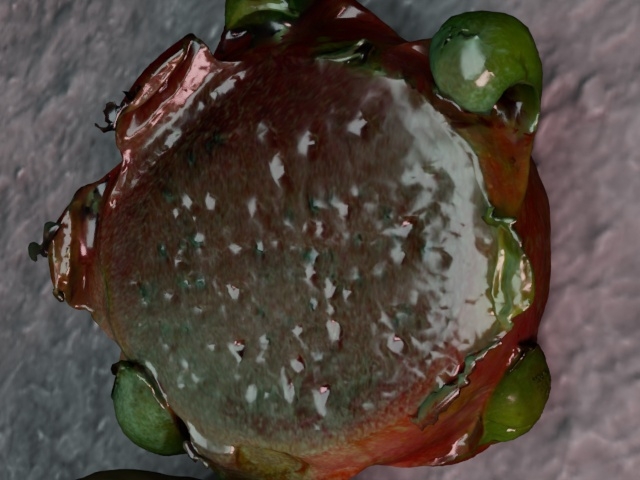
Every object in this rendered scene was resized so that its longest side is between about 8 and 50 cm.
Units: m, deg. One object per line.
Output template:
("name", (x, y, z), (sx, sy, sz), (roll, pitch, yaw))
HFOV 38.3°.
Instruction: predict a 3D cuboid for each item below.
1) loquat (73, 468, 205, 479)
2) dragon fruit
("loquat", (-0.076, 0.265, 0.453), (0.276, 0.276, 0.284), (13, 83, 27))
("dragon fruit", (0.000, 0.000, 0.477), (0.295, 0.130, 0.268), (-35, 75, 23))
